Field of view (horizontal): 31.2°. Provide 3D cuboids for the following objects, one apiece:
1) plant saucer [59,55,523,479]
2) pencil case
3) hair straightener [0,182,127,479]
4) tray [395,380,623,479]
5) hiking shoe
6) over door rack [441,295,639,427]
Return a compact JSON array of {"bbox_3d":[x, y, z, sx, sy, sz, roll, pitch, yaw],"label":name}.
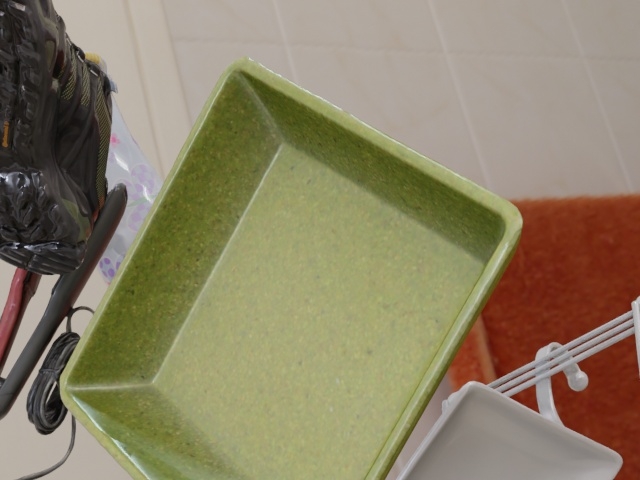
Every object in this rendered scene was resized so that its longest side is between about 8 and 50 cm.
[{"bbox_3d":[-0.014,0.037,0.503,0.045,0.188,0.188,22,-81,-49],"label":"plant saucer"},{"bbox_3d":[-0.232,-0.070,1.239,0.113,0.273,0.124,-29,-1,42],"label":"pencil case"},{"bbox_3d":[-0.171,0.062,0.755,0.089,0.231,0.047,18,-24,0],"label":"hair straightener"},{"bbox_3d":[0.061,0.214,0.718,0.145,0.030,0.270,29,-80,-31],"label":"tray"},{"bbox_3d":[-0.180,-0.096,0.702,0.086,0.114,0.227,3,-57,9],"label":"hiking shoe"},{"bbox_3d":[0.189,0.211,0.909,0.108,0.324,0.239,42,-52,-17],"label":"over door rack"}]
